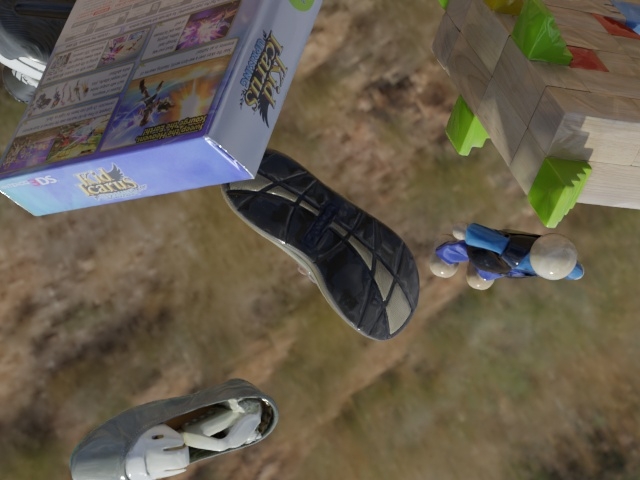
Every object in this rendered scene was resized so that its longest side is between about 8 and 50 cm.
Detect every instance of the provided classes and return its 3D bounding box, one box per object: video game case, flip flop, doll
[{"bbox_3d":[-0.126,-0.147,1.126,0.269,0.244,0.061,-7,143,42],"label":"video game case"},{"bbox_3d":[0.000,0.000,1.543,0.112,0.277,0.080,-53,-167,-8],"label":"flip flop"},{"bbox_3d":[0.164,0.014,1.169,0.129,0.046,0.189,18,171,-15],"label":"doll"}]

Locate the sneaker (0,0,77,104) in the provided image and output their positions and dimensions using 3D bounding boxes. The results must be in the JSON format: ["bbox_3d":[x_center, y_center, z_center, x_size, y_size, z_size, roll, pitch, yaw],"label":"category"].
[{"bbox_3d":[-0.280,-0.196,1.530,0.257,0.169,0.447,-24,176,26],"label":"sneaker"}]

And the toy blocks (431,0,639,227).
[{"bbox_3d":[0.291,-0.153,1.438,0.261,0.381,0.190,6,125,-22],"label":"toy blocks"}]

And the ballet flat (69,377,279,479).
[{"bbox_3d":[-0.126,0.178,1.261,0.213,0.068,0.072,-18,118,-41],"label":"ballet flat"}]
